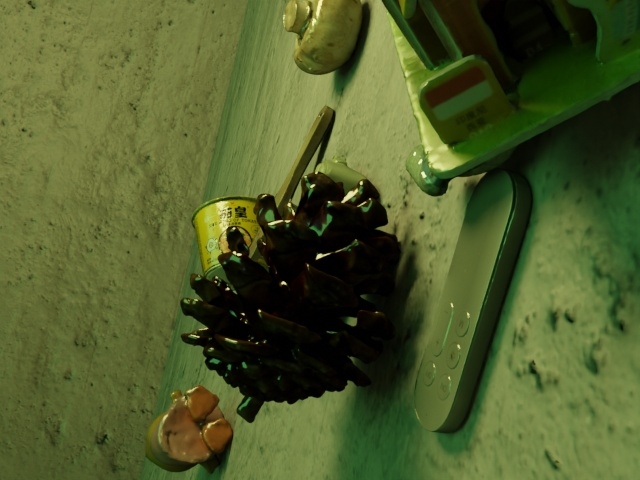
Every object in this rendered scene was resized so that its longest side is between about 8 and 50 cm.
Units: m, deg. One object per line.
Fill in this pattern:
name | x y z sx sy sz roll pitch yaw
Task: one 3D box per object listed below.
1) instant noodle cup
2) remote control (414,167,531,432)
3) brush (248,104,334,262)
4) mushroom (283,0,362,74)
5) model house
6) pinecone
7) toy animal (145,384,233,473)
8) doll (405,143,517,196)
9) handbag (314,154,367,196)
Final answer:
instant noodle cup | -0.175 0.015 1.356 0.182 0.182 0.144 127 141 -53
remote control | 0.133 0.055 0.587 0.077 0.022 0.244 -146 70 -71
brush | -0.043 -0.091 1.209 0.327 0.065 0.070 -63 14 11
mushroom | 0.002 -0.373 1.141 0.166 0.127 0.166 -174 90 -74
model house | 0.022 -0.242 0.462 0.340 0.323 0.300 -27 38 21
pinecone | -0.023 0.055 0.742 0.244 0.244 0.309 -36 30 65
toy animal | -0.302 0.436 1.451 0.195 0.169 0.281 61 153 11
doll | 0.141 -0.107 0.577 0.214 0.071 0.103 -39 20 49
handbag | 0.000 0.000 0.975 0.219 0.079 0.256 -104 30 -77
